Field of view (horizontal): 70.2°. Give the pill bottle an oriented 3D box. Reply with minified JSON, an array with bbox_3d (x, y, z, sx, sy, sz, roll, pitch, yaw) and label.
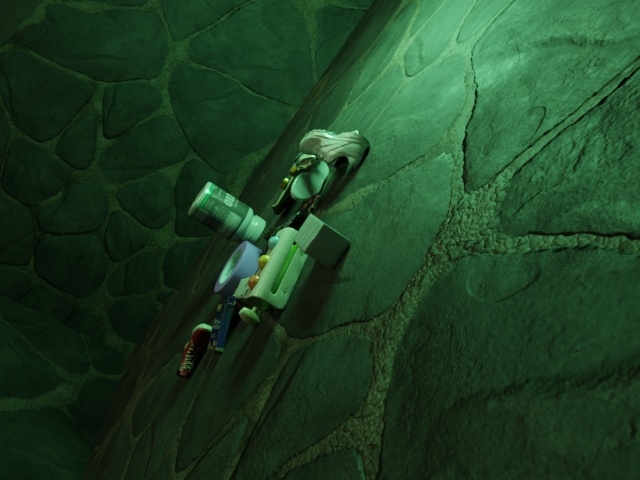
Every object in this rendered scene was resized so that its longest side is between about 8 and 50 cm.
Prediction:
[{"bbox_3d":[-0.479,-0.124,2.355,0.204,0.361,0.204,-47,21,25],"label":"pill bottle"}]

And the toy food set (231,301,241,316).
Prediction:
[{"bbox_3d":[-0.360,0.284,1.929,0.083,0.020,0.082,-53,19,11],"label":"toy food set"}]

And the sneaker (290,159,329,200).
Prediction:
[{"bbox_3d":[-0.072,-0.216,1.872,0.147,0.104,0.296,-38,12,38],"label":"sneaker"}]

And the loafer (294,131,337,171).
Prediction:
[{"bbox_3d":[-0.016,-0.394,2.095,0.267,0.096,0.084,-31,49,40],"label":"loafer"}]

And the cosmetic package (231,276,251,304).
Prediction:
[{"bbox_3d":[-0.276,0.197,1.805,0.239,0.060,0.099,-19,40,60],"label":"cosmetic package"}]

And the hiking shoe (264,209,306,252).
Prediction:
[{"bbox_3d":[-0.148,-0.036,1.785,0.227,0.086,0.114,-54,45,8],"label":"hiking shoe"}]

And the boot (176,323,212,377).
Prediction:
[{"bbox_3d":[-0.544,0.485,1.960,0.244,0.088,0.176,-54,18,33],"label":"boot"}]

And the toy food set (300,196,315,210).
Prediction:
[{"bbox_3d":[-0.038,-0.166,1.882,0.078,0.019,0.122,-35,21,47],"label":"toy food set"}]

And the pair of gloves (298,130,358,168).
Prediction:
[{"bbox_3d":[0.027,-0.367,1.847,0.240,0.042,0.204,-4,38,32],"label":"pair of gloves"}]

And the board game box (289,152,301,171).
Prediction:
[{"bbox_3d":[-0.070,-0.415,2.315,0.160,0.047,0.210,-60,19,-11],"label":"board game box"}]

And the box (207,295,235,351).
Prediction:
[{"bbox_3d":[-0.401,0.333,1.843,0.136,0.036,0.225,-20,55,61],"label":"box"}]

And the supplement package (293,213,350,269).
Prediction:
[{"bbox_3d":[0.000,0.000,1.382,0.105,0.105,0.179,-55,19,3],"label":"supplement package"}]

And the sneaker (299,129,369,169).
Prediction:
[{"bbox_3d":[0.034,-0.336,1.704,0.297,0.111,0.129,9,74,37],"label":"sneaker"}]

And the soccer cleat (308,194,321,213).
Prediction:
[{"bbox_3d":[-0.020,-0.141,1.784,0.083,0.029,0.035,-52,28,23],"label":"soccer cleat"}]

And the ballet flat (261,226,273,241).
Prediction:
[{"bbox_3d":[-0.190,-0.010,1.956,0.084,0.058,0.250,-54,24,-9],"label":"ballet flat"}]

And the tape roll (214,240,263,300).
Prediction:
[{"bbox_3d":[-0.379,0.140,2.107,0.275,0.090,0.275,-47,21,24],"label":"tape roll"}]

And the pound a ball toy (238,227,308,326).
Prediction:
[{"bbox_3d":[-0.181,0.125,1.576,0.208,0.136,0.319,-23,37,58],"label":"pound a ball toy"}]

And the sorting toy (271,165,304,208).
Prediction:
[{"bbox_3d":[-0.139,-0.227,2.062,0.229,0.041,0.307,-56,-3,-6],"label":"sorting toy"}]
